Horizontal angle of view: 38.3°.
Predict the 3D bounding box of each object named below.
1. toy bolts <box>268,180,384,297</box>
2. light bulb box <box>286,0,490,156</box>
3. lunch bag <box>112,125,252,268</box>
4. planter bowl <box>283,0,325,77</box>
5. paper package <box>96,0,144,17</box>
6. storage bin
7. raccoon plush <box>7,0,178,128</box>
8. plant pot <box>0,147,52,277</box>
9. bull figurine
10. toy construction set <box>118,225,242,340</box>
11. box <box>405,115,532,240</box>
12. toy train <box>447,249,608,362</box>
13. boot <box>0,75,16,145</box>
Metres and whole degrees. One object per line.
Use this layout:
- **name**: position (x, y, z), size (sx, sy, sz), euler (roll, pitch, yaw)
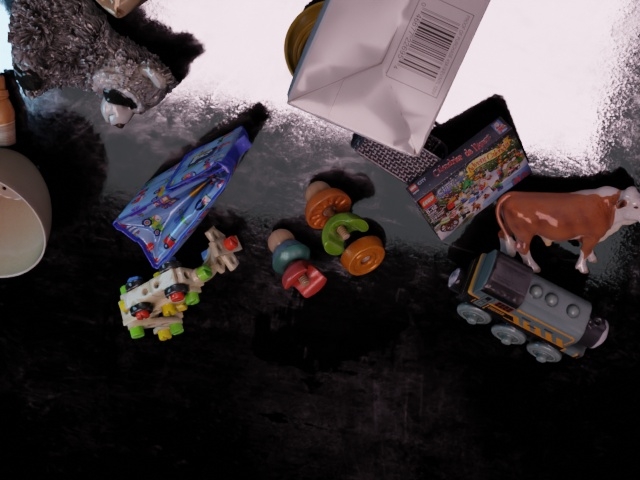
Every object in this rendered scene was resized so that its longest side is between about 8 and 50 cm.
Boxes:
- **toy bolts**: position (0.000, 0.000, 1.976), size (0.228, 0.158, 0.218), euler (-40, 144, 11)
- **light bulb box**: position (0.110, -0.350, 1.526), size (0.225, 0.361, 0.357), euler (24, 99, -6)
- **lunch bag**: position (-0.249, -0.110, 1.881), size (0.293, 0.221, 0.138), euler (-37, 104, 20)
- **planter bowl**: position (0.035, -0.351, 1.791), size (0.217, 0.090, 0.217), euler (1, 75, -4)
- **paper package**: position (-0.378, -0.580, 1.634), size (0.309, 0.325, 0.168), euler (43, 112, -12)
- **storage bin**: position (0.159, -0.188, 1.850), size (0.180, 0.122, 0.084), euler (31, 114, -7)
- **raccoon plush**: position (-0.435, -0.442, 1.780), size (0.299, 0.216, 0.446), euler (-1, 113, -1)
- **plant pot**: position (-0.692, -0.088, 1.948), size (0.284, 0.191, 0.284), euler (3, 130, 4)
- **bull figurine**: position (0.511, -0.031, 1.887), size (0.311, 0.101, 0.188), euler (4, 116, 5)
- **toy construction set**: position (-0.309, 0.107, 2.002), size (0.328, 0.215, 0.151), euler (-42, 62, 21)
- **box**: position (0.297, -0.119, 1.829), size (0.233, 0.044, 0.159), euler (-38, 141, 3)
- **toy train**: position (0.431, 0.140, 1.913), size (0.334, 0.142, 0.190), euler (28, 158, -6)
- **boot**: position (-0.749, -0.277, 1.955), size (0.197, 0.073, 0.152), euler (-4, 115, -4)
